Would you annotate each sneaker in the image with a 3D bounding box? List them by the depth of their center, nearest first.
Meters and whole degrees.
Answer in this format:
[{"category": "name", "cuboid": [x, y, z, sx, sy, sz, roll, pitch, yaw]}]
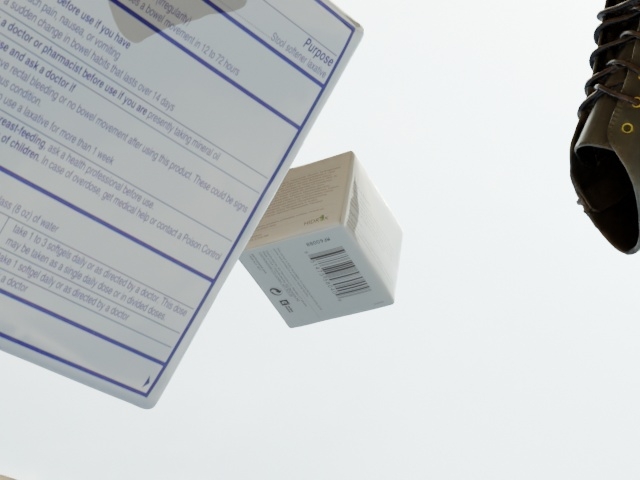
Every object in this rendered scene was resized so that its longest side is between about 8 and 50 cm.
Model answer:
[{"category": "sneaker", "cuboid": [0.174, -0.109, 0.822, 0.118, 0.222, 0.083, -24, -177, -24]}]

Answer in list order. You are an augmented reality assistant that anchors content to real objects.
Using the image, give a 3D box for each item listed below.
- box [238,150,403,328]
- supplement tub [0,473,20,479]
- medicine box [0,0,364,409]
[{"category": "box", "cuboid": [0.000, 0.000, 1.235, 0.102, 0.101, 0.087, -14, -138, 25]}, {"category": "supplement tub", "cuboid": [-0.125, 0.236, 0.342, 0.241, 0.331, 0.241, 12, -144, -9]}, {"category": "medicine box", "cuboid": [-0.158, -0.083, 0.919, 0.149, 0.263, 0.289, 26, -94, 43]}]
